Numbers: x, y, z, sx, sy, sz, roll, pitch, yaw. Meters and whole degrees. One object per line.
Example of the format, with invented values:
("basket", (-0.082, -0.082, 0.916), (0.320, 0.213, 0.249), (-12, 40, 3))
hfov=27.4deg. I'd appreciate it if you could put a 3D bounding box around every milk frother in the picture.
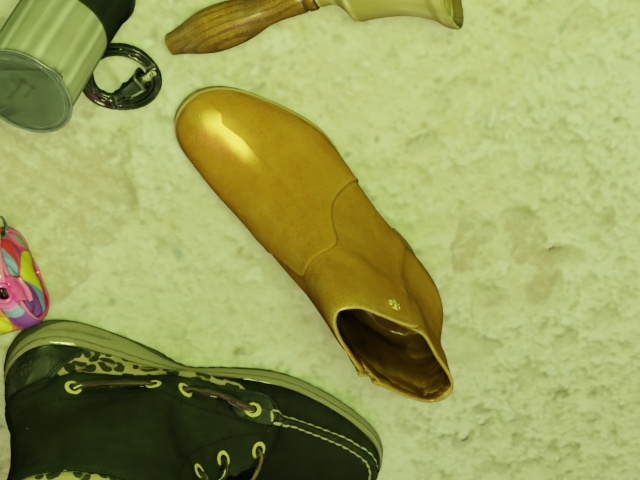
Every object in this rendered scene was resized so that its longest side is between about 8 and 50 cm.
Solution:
("milk frother", (-0.197, -0.135, 1.056), (0.143, 0.134, 0.129), (35, 140, -18))

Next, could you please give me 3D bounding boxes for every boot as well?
("boot", (0.000, 0.001, 1.102), (0.295, 0.211, 0.104), (39, 107, -21))
("boot", (-0.113, 0.221, 1.163), (0.377, 0.284, 0.138), (22, 113, -15))

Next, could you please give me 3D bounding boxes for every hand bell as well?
("hand bell", (-0.016, -0.199, 1.076), (0.242, 0.126, 0.126), (-15, 118, 17))

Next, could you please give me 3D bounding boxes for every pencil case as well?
("pencil case", (-0.359, 0.062, 1.165), (0.236, 0.104, 0.104), (-20, 117, 6))
